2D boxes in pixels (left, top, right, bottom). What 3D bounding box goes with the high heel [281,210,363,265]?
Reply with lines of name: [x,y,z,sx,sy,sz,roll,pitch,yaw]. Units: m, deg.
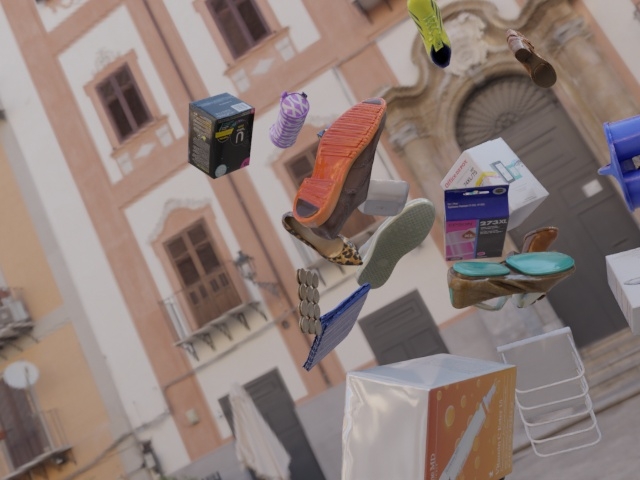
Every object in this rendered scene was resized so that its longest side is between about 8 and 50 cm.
high heel: [0.000,0.000,2.121,0.093,0.261,0.186,-59,-27,3]

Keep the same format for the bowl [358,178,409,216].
bowl: [0.165,-0.109,1.891,0.142,0.053,0.142,5,-24,0]

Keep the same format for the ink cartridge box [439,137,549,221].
ink cartridge box: [0.598,-0.179,2.430,0.197,0.270,0.198,-22,-23,-32]

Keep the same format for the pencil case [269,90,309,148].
pencil case: [-0.091,-0.333,1.946,0.086,0.088,0.206,-53,-2,-25]

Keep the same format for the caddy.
caddy: [0.813,-0.204,1.818,0.179,0.241,0.341,-16,1,26]

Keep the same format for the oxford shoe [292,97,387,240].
oxford shoe: [0.064,-0.170,1.644,0.133,0.130,0.364,43,-107,-45]

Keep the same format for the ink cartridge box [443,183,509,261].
ink cartridge box: [0.444,-0.043,2.013,0.175,0.069,0.371,-5,-27,8]

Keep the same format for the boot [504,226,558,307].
boot: [0.776,0.098,2.535,0.109,0.220,0.283,18,-40,-27]

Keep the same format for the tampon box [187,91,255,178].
tampon box: [-0.238,-0.250,1.667,0.120,0.101,0.161,-29,-40,-40]

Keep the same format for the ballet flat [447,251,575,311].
ballet flat: [0.439,0.104,1.630,0.342,0.116,0.124,-6,-64,-26]

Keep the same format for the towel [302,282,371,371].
towel: [0.051,0.292,2.367,0.243,0.040,0.336,-36,-21,-33]

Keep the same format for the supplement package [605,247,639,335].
supplement package: [0.756,0.116,1.648,0.105,0.179,0.105,-16,-50,10]

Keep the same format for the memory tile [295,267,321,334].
memory tile: [-0.027,0.141,1.595,0.012,0.148,0.113,-7,-12,21]

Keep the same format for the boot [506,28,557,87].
boot: [0.662,-0.578,2.201,0.073,0.152,0.197,-38,-59,27]

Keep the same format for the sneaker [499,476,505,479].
sneaker: [0.345,0.535,1.524,0.130,0.087,0.227,-21,-36,2]

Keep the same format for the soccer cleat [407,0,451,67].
soccer cleat: [0.366,-0.684,2.285,0.093,0.121,0.289,-22,-39,15]

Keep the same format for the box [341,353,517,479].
box: [0.207,0.337,1.274,0.168,0.215,0.345,3,1,39]

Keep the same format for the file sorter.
file sorter: [0.602,0.405,1.823,0.193,0.278,0.173,-18,32,12]

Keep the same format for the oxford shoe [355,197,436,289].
oxford shoe: [0.250,-0.004,2.476,0.169,0.130,0.449,18,-47,-17]

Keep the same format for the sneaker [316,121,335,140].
sneaker: [0.043,-0.374,2.463,0.082,0.069,0.209,-37,6,-9]
